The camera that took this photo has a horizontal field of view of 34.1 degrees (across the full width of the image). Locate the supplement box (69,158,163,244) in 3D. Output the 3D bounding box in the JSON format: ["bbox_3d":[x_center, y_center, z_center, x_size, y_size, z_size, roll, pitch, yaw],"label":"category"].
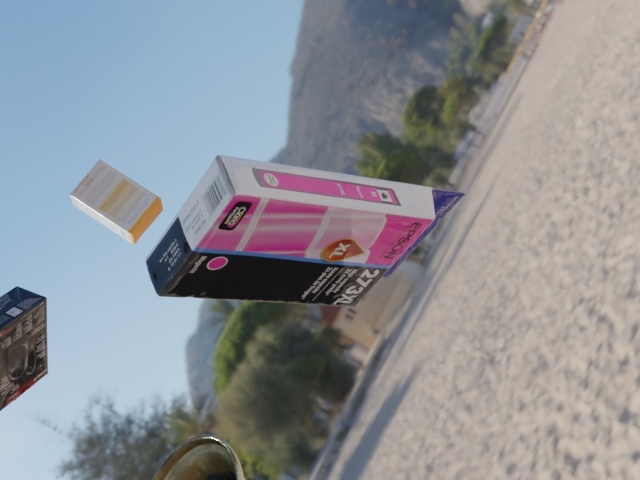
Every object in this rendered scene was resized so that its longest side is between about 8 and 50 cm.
[{"bbox_3d":[-0.256,-0.048,1.313,0.062,0.098,0.036,-53,-11,-21],"label":"supplement box"}]

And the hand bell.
[{"bbox_3d":[-0.021,0.262,0.880,0.126,0.242,0.126,-31,43,35],"label":"hand bell"}]

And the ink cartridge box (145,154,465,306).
[{"bbox_3d":[0.000,0.000,1.209,0.371,0.069,0.176,4,-41,-40],"label":"ink cartridge box"}]

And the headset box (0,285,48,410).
[{"bbox_3d":[-0.244,0.088,0.817,0.062,0.032,0.083,-44,-32,-54],"label":"headset box"}]
